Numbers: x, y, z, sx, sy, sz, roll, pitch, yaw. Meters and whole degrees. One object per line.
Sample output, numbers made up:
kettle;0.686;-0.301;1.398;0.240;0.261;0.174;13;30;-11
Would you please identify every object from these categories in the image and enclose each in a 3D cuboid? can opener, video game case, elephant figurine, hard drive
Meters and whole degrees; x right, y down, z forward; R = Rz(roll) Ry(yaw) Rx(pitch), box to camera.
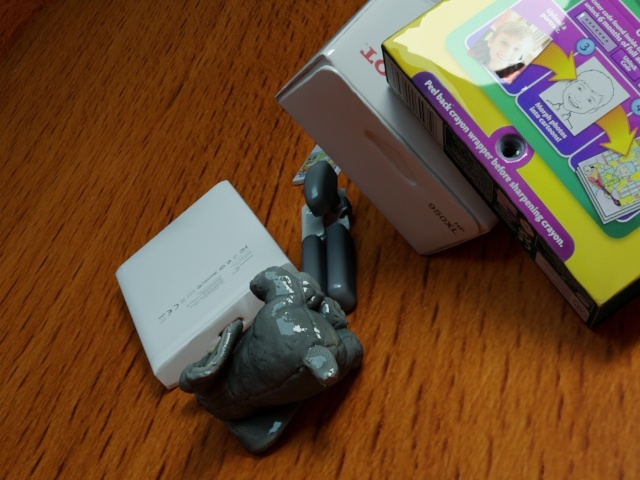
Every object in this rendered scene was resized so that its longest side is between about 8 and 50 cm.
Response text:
can opener;0.000;0.000;1.535;0.074;0.093;0.280;-27;33;16
video game case;0.015;-0.135;1.814;0.087;0.011;0.122;-9;36;38
elephant figurine;-0.079;0.158;1.323;0.239;0.186;0.169;-38;69;14
hard drive;-0.173;0.051;1.659;0.233;0.047;0.353;-40;28;-1

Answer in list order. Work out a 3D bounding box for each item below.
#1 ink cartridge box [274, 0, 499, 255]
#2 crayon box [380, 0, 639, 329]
ink cartridge box;0.180;-0.220;1.441;0.395;0.285;0.166;-48;9;-26
crayon box;0.295;-0.147;1.199;0.313;0.106;0.363;-35;71;-5
